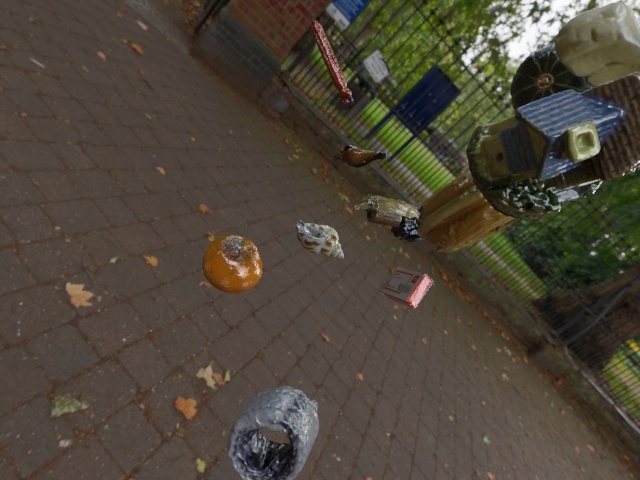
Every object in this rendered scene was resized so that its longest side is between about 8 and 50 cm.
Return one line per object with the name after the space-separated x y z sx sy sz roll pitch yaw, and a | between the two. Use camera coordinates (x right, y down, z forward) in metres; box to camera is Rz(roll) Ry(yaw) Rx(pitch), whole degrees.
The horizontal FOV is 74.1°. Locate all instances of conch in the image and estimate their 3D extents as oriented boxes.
0.154 -0.337 1.730 0.233 0.080 0.086 23 -25 26 | conch
0.000 0.000 2.130 0.275 0.148 0.182 19 36 12 | conch

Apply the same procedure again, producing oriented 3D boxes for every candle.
0.041 -0.626 1.501 0.051 0.048 0.328 28 40 -84 | candle

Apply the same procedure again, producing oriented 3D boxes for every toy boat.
0.283 -0.121 1.812 0.311 0.115 0.089 11 -2 -29 | toy boat

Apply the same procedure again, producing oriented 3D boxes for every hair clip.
0.470 -0.094 2.097 0.311 0.206 0.194 0 1 -16 | hair clip

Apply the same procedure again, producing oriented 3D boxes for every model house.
0.527 -0.184 0.887 0.266 0.322 0.260 180 -110 -82 | model house

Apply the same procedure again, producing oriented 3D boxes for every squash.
0.691 -0.449 1.244 0.165 0.252 0.252 -5 50 -40 | squash

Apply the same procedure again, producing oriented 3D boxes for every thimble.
-0.121 0.517 1.120 0.217 0.245 0.157 44 19 0 | thimble

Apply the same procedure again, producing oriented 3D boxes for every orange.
-0.311 0.079 1.521 0.224 0.170 0.223 14 44 -14 | orange

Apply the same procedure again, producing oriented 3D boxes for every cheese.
0.674 -0.447 0.990 0.263 0.159 0.092 13 77 -29 | cheese

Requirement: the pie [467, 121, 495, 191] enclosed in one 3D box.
0.444 -0.204 1.109 0.179 0.084 0.205 6 71 -81 | pie

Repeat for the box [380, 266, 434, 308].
0.305 0.166 1.531 0.050 0.122 0.229 39 -7 -14 | box

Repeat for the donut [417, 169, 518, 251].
0.515 -0.107 1.412 0.449 0.449 0.198 5 57 -64 | donut
